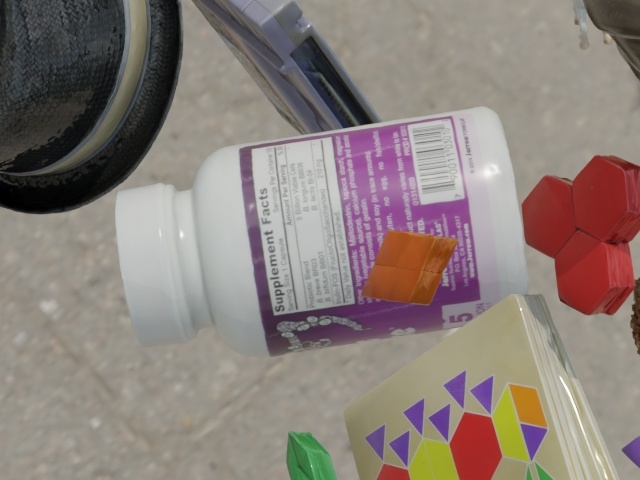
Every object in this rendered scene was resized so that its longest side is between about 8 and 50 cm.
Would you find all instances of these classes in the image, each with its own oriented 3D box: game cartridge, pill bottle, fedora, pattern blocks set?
[{"bbox_3d":[-0.022,-0.165,2.039,0.230,0.068,0.355,38,-9,45],"label":"game cartridge"},{"bbox_3d":[0.000,0.000,1.539,0.301,0.169,0.169,-9,58,2],"label":"pill bottle"},{"bbox_3d":[-0.285,-0.181,1.802,0.334,0.334,0.152,56,25,5],"label":"fedora"},{"bbox_3d":[0.086,0.122,1.075,0.026,0.325,0.285,2,71,-36],"label":"pattern blocks set"}]

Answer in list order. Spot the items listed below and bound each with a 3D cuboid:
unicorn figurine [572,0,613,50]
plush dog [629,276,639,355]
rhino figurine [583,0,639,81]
[{"bbox_3d":[0.281,-0.258,2.064,0.060,0.111,0.162,-20,32,-10],"label":"unicorn figurine"},{"bbox_3d":[0.388,0.107,1.746,0.210,0.225,0.262,62,7,-47],"label":"plush dog"},{"bbox_3d":[0.194,-0.100,0.980,0.243,0.106,0.073,40,59,-63],"label":"rhino figurine"}]
